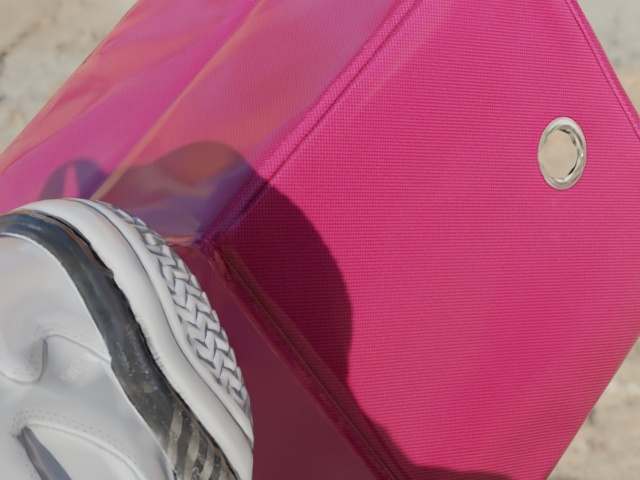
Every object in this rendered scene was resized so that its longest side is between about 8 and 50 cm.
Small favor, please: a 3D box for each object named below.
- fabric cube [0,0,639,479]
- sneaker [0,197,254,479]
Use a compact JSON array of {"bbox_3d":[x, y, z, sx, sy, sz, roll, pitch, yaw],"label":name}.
[{"bbox_3d":[0.000,0.000,0.975,0.259,0.254,0.258,1,44,48],"label":"fabric cube"},{"bbox_3d":[-0.085,0.160,0.536,0.137,0.365,0.210,-34,-17,35],"label":"sneaker"}]
